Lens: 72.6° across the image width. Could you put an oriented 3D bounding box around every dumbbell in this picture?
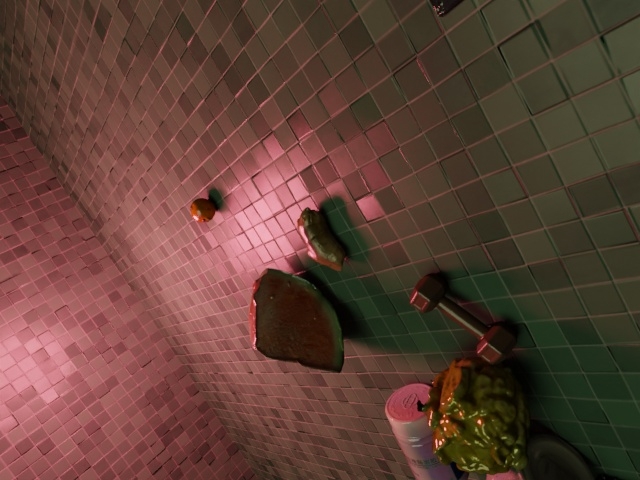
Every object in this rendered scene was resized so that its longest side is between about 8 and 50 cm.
[{"bbox_3d":[0.302,0.164,0.935,0.231,0.082,0.092,38,138,19],"label":"dumbbell"}]

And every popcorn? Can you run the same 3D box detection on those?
[{"bbox_3d":[0.326,0.374,0.935,0.225,0.249,0.249,-10,115,12],"label":"popcorn"}]

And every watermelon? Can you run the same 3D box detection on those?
[{"bbox_3d":[-0.071,0.206,1.271,0.292,0.319,0.222,9,98,-4],"label":"watermelon"}]

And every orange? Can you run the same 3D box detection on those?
[{"bbox_3d":[-0.387,-0.100,1.434,0.083,0.083,0.084,26,134,30],"label":"orange"}]

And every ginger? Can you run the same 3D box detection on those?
[{"bbox_3d":[0.001,0.000,1.126,0.095,0.069,0.190,-14,109,54],"label":"ginger"}]

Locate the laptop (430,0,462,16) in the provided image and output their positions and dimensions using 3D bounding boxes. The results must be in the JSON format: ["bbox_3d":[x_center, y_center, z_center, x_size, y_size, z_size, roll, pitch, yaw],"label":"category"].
[{"bbox_3d":[0.185,-0.451,0.647,0.129,0.016,0.180,-23,102,51],"label":"laptop"}]

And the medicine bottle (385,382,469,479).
[{"bbox_3d":[0.286,0.531,1.169,0.152,0.152,0.254,-9,112,48],"label":"medicine bottle"}]

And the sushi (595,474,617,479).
[{"bbox_3d":[0.639,0.551,0.888,0.150,0.078,0.091,-6,114,46],"label":"sushi"}]

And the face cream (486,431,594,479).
[{"bbox_3d":[0.480,0.535,0.956,0.177,0.177,0.153,37,138,20],"label":"face cream"}]
